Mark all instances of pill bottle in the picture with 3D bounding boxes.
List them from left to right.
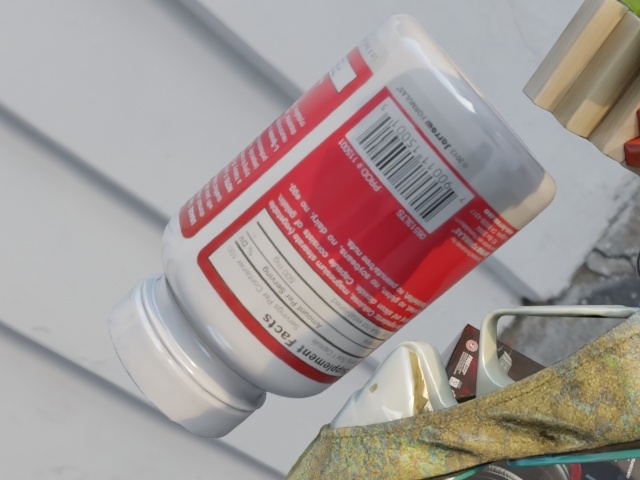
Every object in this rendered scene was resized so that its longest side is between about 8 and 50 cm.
[{"bbox_3d":[0.000,0.000,0.991,0.407,0.229,0.229,-41,38,13],"label":"pill bottle"}]

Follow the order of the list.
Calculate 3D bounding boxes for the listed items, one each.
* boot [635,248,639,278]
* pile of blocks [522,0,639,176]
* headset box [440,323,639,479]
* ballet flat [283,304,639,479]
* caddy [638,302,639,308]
[{"bbox_3d":[0.607,0.006,1.742,0.088,0.176,0.244,9,55,42],"label":"boot"},{"bbox_3d":[0.306,-0.161,0.641,0.362,0.149,0.113,-35,36,8],"label":"pile of blocks"},{"bbox_3d":[0.206,0.248,0.951,0.218,0.293,0.110,-59,-3,-31],"label":"headset box"},{"bbox_3d":[0.106,0.110,0.703,0.348,0.123,0.123,-20,48,31],"label":"ballet flat"},{"bbox_3d":[0.552,0.120,1.504,0.179,0.241,0.341,16,113,17],"label":"caddy"}]
